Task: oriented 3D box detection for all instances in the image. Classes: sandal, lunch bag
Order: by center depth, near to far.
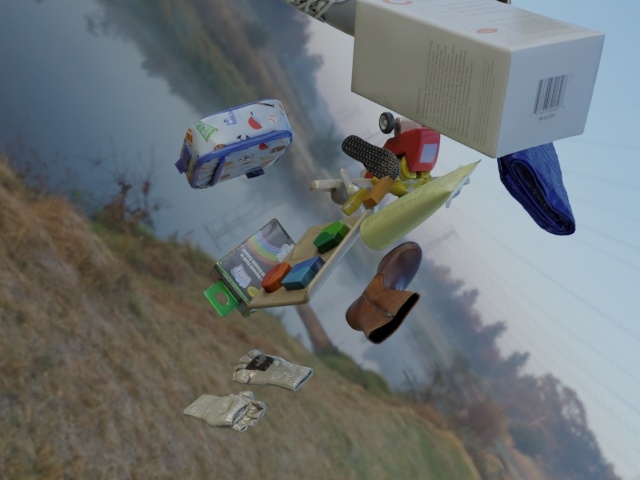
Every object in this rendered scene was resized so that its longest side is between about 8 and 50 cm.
[{"bbox_3d":[-0.198,-0.204,1.865,0.115,0.243,0.303,67,-16,5],"label":"lunch bag"},{"bbox_3d":[0.121,-0.187,1.921,0.179,0.067,0.040,39,-3,37],"label":"sandal"}]

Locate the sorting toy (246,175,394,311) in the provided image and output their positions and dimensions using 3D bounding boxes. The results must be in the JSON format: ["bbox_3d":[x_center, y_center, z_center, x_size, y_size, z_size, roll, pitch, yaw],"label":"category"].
[{"bbox_3d":[0.000,0.000,1.501,0.041,0.307,0.229,47,-30,-16],"label":"sorting toy"}]

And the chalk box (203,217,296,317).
[{"bbox_3d":[-0.149,0.076,1.788,0.132,0.213,0.132,52,-18,0],"label":"chalk box"}]

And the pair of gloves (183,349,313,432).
[{"bbox_3d":[-0.159,0.320,1.800,0.204,0.240,0.042,6,-56,47],"label":"pair of gloves"}]

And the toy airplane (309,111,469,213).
[{"bbox_3d":[0.204,-0.154,2.350,0.384,0.386,0.273,36,34,-61],"label":"toy airplane"}]

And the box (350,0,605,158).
[{"bbox_3d":[0.239,-0.285,1.356,0.345,0.215,0.168,36,-48,44],"label":"box"}]

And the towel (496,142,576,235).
[{"bbox_3d":[0.402,-0.168,1.651,0.227,0.076,0.308,45,31,-31],"label":"towel"}]

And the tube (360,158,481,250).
[{"bbox_3d":[0.153,-0.052,1.318,0.062,0.240,0.070,14,60,-29],"label":"tube"}]

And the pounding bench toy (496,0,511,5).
[{"bbox_3d":[0.346,-0.451,1.639,0.083,0.052,0.065,28,66,-71],"label":"pounding bench toy"}]

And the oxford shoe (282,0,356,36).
[{"bbox_3d":[-0.019,-0.595,1.998,0.449,0.169,0.130,31,51,-16],"label":"oxford shoe"}]

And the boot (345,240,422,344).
[{"bbox_3d":[0.167,0.109,1.903,0.096,0.264,0.280,49,-7,-6],"label":"boot"}]
